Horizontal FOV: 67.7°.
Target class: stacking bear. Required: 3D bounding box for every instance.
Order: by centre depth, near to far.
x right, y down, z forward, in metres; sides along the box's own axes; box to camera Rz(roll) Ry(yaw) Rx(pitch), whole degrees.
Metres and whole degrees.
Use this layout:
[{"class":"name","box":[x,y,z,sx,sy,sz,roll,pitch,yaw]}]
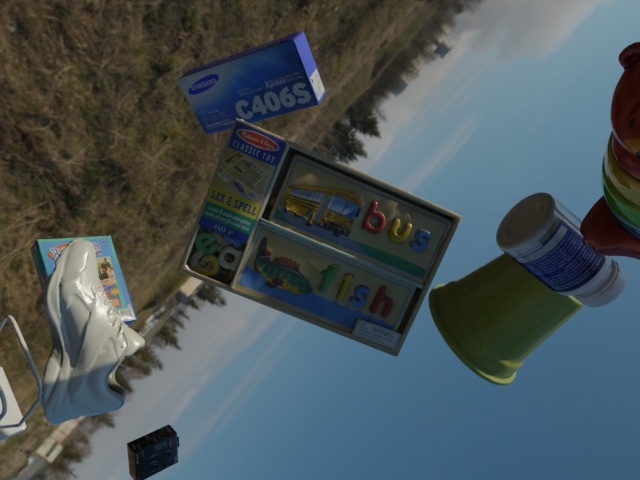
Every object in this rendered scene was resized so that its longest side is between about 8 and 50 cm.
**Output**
[{"class":"stacking bear","box":[0.367,-0.085,0.488,0.164,0.289,0.175,-51,-132,-1]}]

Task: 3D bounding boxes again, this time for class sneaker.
[{"class":"sneaker","box":[-0.289,0.113,0.622,0.090,0.115,0.232,166,-77,-76]}]

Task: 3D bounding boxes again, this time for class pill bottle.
[{"class":"pill bottle","box":[0.382,0.021,0.752,0.112,0.186,0.112,-51,-168,15]}]

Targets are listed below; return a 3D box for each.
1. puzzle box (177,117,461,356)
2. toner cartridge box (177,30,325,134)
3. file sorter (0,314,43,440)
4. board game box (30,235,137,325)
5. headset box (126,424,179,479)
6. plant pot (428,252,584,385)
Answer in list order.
[{"class":"puzzle box","box":[0.000,0.000,0.807,0.052,0.408,0.272,-110,-138,-81]},{"class":"toner cartridge box","box":[-0.177,-0.393,1.220,0.347,0.165,0.075,-8,-146,25]},{"class":"file sorter","box":[-0.652,0.261,0.800,0.173,0.193,0.277,-42,163,30]},{"class":"board game box","box":[-0.505,0.095,1.023,0.047,0.210,0.160,-33,162,36]},{"class":"headset box","box":[-0.277,0.356,0.803,0.083,0.062,0.032,-11,-158,-42]},{"class":"plant pot","box":[0.433,0.140,1.080,0.254,0.276,0.276,-48,-173,30]}]
